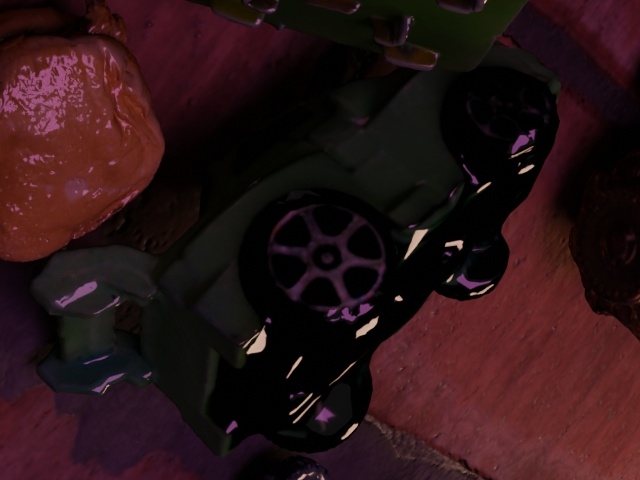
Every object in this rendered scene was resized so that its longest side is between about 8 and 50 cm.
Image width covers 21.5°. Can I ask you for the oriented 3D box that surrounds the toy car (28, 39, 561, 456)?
[{"bbox_3d":[0.000,0.000,1.097,0.359,0.176,0.213,-43,164,-22],"label":"toy car"}]

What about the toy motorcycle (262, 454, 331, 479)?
[{"bbox_3d":[-0.061,0.300,1.303,0.270,0.106,0.159,-55,144,-14],"label":"toy motorcycle"}]

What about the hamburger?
[{"bbox_3d":[-0.164,-0.065,0.973,0.147,0.083,0.138,-37,140,-15],"label":"hamburger"}]

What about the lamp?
[{"bbox_3d":[0.331,-0.003,1.412,0.274,0.177,0.177,-5,120,-43],"label":"lamp"}]

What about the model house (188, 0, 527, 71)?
[{"bbox_3d":[0.108,-0.279,0.927,0.300,0.340,0.323,123,-20,-77],"label":"model house"}]
